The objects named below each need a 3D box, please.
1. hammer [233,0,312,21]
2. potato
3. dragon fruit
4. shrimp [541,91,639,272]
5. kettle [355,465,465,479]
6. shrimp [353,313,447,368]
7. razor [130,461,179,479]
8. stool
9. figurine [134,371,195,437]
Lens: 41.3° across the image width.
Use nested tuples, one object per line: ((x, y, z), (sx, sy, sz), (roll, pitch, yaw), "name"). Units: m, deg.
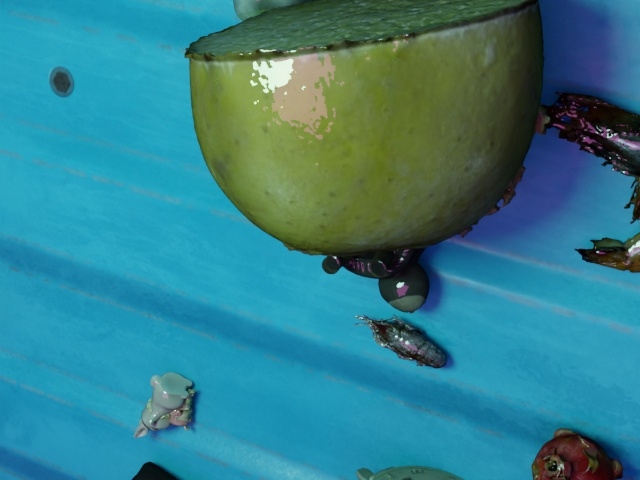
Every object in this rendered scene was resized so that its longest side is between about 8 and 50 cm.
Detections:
((-0.167, -0.421, 1.267), (0.336, 0.119, 0.206), (5, 108, 29), "hammer")
((0.064, -0.144, 1.084), (0.442, 0.385, 0.319), (-12, 111, -11), "potato")
((0.377, 0.347, 1.268), (0.136, 0.166, 0.133), (-13, 57, 31), "dragon fruit")
((0.396, -0.075, 1.158), (0.290, 0.054, 0.222), (31, 118, 7), "shrimp")
((0.105, 0.571, 1.430), (0.361, 0.250, 0.376), (34, 123, 33), "kettle")
((0.128, 0.156, 1.357), (0.165, 0.065, 0.056), (31, 85, 17), "shrimp")
((-0.240, 0.579, 1.635), (0.349, 0.113, 0.204), (26, 119, 14), "razor")
((0.091, -0.001, 1.272), (0.228, 0.139, 0.153), (47, 122, 6), "stool")
((-0.289, 0.326, 1.586), (0.098, 0.081, 0.146), (29, 117, 12), "figurine")
